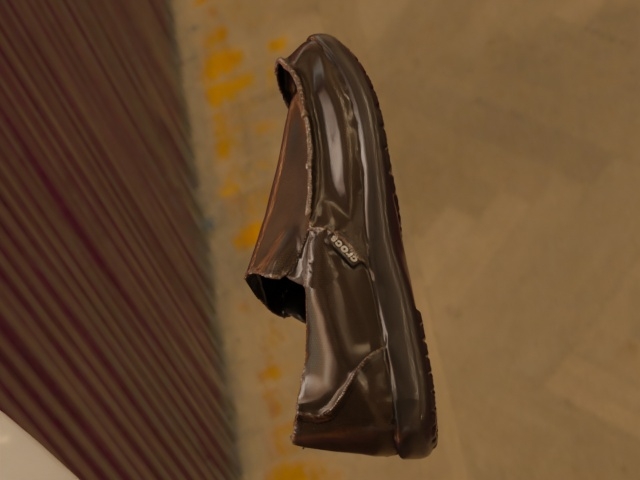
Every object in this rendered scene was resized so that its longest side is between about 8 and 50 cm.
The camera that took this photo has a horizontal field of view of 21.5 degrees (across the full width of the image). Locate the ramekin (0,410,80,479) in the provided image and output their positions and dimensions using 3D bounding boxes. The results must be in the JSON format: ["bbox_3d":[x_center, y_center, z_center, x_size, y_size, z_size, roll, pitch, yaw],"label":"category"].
[{"bbox_3d":[-0.133,0.156,0.603,0.273,0.273,0.127,30,63,33],"label":"ramekin"}]

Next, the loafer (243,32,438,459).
[{"bbox_3d":[0.000,0.000,0.793,0.078,0.080,0.220,-11,63,0],"label":"loafer"}]
